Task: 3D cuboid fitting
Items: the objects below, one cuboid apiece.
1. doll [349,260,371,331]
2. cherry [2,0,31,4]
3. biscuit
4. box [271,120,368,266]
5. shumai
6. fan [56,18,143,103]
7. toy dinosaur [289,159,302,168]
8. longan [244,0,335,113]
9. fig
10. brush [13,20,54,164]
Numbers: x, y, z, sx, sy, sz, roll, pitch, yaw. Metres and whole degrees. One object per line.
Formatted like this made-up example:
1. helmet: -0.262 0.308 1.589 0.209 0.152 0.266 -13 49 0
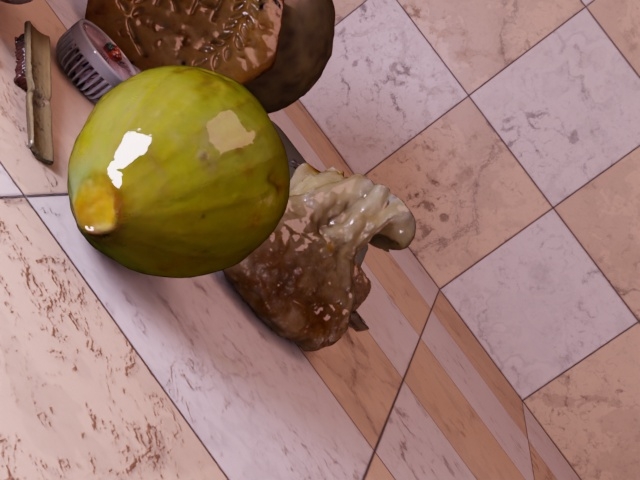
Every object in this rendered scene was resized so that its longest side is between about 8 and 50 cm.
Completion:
1. doll: 0.029 0.081 1.695 0.221 0.115 0.105 58 -1 -12
2. cherry: -0.377 -0.449 1.112 0.291 0.335 0.326 41 -19 24
3. biscuit: -0.232 -0.408 1.615 0.359 0.359 0.046 54 -26 3
4. box: -0.045 -0.080 1.919 0.373 0.090 0.367 53 12 -2
5. shumai: 0.000 0.000 1.394 0.267 0.262 0.314 58 13 27
6. fan: -0.303 -0.249 1.390 0.130 0.074 0.244 55 10 14
7. toy dinosaur: -0.098 -0.103 1.657 0.294 0.077 0.162 33 39 -43
8. longan: -0.158 -0.445 1.890 0.391 0.391 0.391 51 11 -13
9. fig: -0.162 -0.064 1.009 0.239 0.239 0.271 52 35 -5
10. brush: -0.343 -0.176 1.105 0.043 0.036 0.248 37 26 -43
